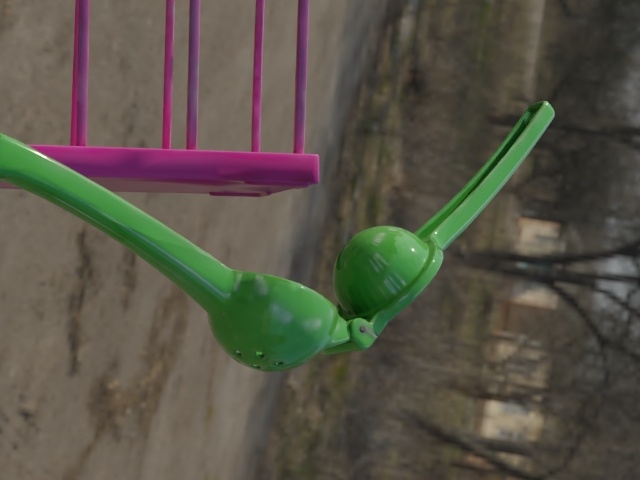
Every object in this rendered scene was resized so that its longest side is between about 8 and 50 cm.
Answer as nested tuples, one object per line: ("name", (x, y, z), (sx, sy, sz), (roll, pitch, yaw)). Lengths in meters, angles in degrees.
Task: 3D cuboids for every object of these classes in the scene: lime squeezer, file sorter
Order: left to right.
("file sorter", (-0.160, -0.126, 0.944), (0.202, 0.290, 0.182), (-179, -90, -79))
("lime squeezer", (0.000, 0.000, 0.637), (0.059, 0.310, 0.110), (-41, -116, 48))
